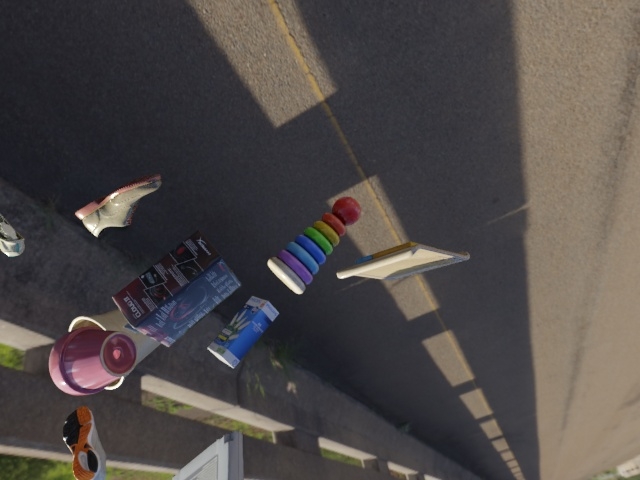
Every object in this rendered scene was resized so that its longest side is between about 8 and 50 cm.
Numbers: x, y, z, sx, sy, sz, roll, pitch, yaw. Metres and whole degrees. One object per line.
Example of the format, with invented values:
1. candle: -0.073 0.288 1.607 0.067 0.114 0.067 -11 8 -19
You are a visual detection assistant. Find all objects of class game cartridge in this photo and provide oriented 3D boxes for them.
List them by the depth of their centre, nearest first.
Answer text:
1. game cartridge: -0.277 0.611 1.072 0.062 0.198 0.297 26 123 -34

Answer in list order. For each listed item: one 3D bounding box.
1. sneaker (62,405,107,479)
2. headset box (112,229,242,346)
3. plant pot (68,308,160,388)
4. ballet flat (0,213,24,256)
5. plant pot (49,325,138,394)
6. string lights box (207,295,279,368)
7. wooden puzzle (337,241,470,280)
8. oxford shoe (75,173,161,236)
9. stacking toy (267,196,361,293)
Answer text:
1. sneaker: -0.783 0.691 1.518 0.099 0.263 0.121 -22 143 -14
2. headset box: -0.371 0.141 1.178 0.293 0.110 0.218 -41 158 -13
3. plant pot: -0.860 0.422 1.993 0.334 0.334 0.305 -43 174 33
4. ballet flat: -1.113 -0.047 1.569 0.086 0.248 0.086 -48 166 -16
5. plant pot: -0.650 0.346 1.333 0.180 0.202 0.201 -15 149 25
6. string lights box: -0.288 0.338 1.696 0.133 0.260 0.077 4 138 54
7. wooden puzzle: 0.189 0.048 1.034 0.238 0.045 0.220 5 160 -45
8. oxford shoe: -0.694 -0.127 1.612 0.347 0.123 0.130 -23 107 16
9. stacking toy: 0.000 0.000 1.370 0.330 0.141 0.141 -46 147 -11
